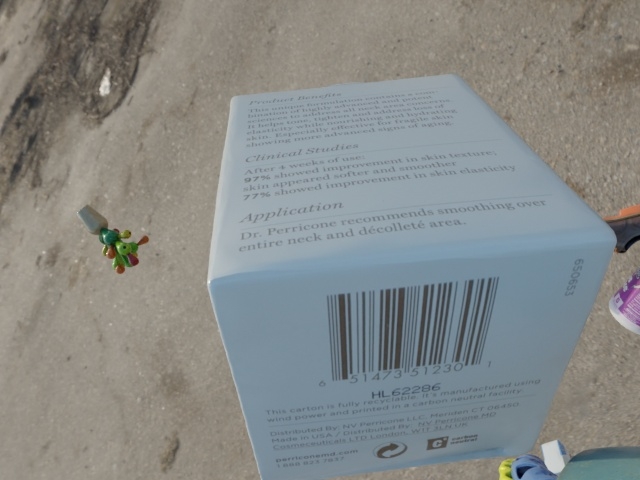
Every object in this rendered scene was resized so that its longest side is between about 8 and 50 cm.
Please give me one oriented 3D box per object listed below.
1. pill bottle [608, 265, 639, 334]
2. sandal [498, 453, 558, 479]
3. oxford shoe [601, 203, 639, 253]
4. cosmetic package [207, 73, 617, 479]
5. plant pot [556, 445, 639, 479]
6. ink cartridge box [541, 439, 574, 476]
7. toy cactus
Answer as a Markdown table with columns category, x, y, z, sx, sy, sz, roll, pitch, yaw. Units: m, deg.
| category | x | y | z | sx | sy | sz | roll | pitch | yaw |
| --- | --- | --- | --- | --- | --- | --- | --- | --- | --- |
| pill bottle | 1.046 | 0.140 | 1.447 | 0.169 | 0.169 | 0.301 | 54 | 144 | 37 |
| sandal | 0.346 | 0.402 | 0.701 | 0.138 | 0.317 | 0.126 | -29 | 78 | 16 |
| oxford shoe | 0.740 | -0.007 | 1.234 | 0.271 | 0.097 | 0.098 | -25 | 65 | 35 |
| cosmetic package | 0.065 | 0.023 | 0.598 | 0.329 | 0.327 | 0.394 | -6 | 38 | -1 |
| plant pot | 0.286 | 0.249 | 0.240 | 0.195 | 0.290 | 0.290 | -35 | 55 | 41 |
| ink cartridge box | 0.639 | 0.596 | 1.233 | 0.052 | 0.122 | 0.088 | -35 | 20 | 29 |
| toy cactus | -0.498 | -0.012 | 1.133 | 0.112 | 0.180 | 0.219 | -41 | 22 | -11 |
